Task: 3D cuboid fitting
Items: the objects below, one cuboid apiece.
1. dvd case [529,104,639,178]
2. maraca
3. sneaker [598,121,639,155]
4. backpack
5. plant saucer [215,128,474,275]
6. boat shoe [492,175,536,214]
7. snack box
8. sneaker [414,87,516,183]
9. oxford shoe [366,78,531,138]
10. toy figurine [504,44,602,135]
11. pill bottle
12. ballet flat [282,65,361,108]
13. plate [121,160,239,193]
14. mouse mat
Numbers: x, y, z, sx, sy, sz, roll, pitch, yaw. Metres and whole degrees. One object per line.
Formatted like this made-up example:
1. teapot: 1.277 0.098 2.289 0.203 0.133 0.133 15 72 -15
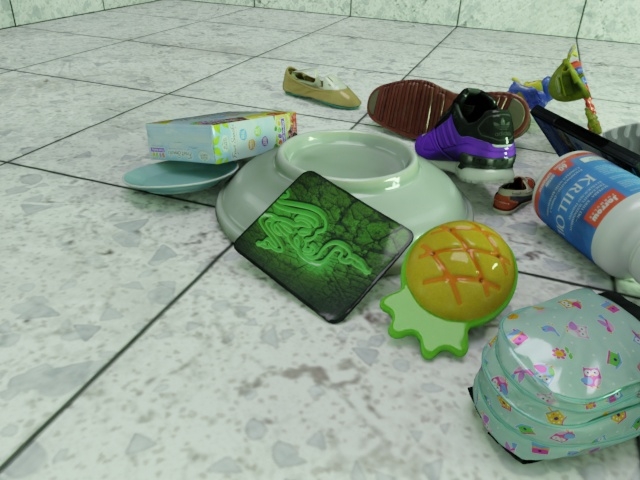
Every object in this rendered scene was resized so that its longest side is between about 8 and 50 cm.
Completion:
1. dvd case: 0.451 -0.117 0.890 0.022 0.180 0.253 -43 33 10
2. maraca: 0.147 0.050 0.630 0.127 0.099 0.185 29 61 23
3. sneaker: 0.647 -0.163 1.064 0.281 0.105 0.115 -1 -4 1
4. backpack: 0.224 0.116 0.500 0.182 0.115 0.152 -13 36 -19
5. plant saucer: 0.038 -0.091 0.859 0.400 0.100 0.400 2 29 -1
6. boat shoe: 0.325 -0.084 0.923 0.049 0.043 0.137 22 34 33
7. snack box: -0.171 -0.188 0.990 0.174 0.070 0.207 10 21 37
8. sneaker: 0.251 -0.191 0.965 0.102 0.146 0.293 -5 17 -13
9. oxford shoe: 0.269 -0.260 1.188 0.348 0.123 0.130 17 7 26
10. toy figurine: 0.488 -0.295 1.248 0.217 0.191 0.362 -17 13 29
11. pill bottle: 0.398 -0.027 0.747 0.124 0.124 0.221 -6 30 -14
12. ballet flat: -0.002 -0.383 1.383 0.232 0.073 0.080 20 35 28
13. plate: -0.227 -0.104 0.914 0.188 0.024 0.188 -3 22 1
14. mouse mat: 0.000 0.000 0.693 0.190 0.007 0.152 34 72 30
